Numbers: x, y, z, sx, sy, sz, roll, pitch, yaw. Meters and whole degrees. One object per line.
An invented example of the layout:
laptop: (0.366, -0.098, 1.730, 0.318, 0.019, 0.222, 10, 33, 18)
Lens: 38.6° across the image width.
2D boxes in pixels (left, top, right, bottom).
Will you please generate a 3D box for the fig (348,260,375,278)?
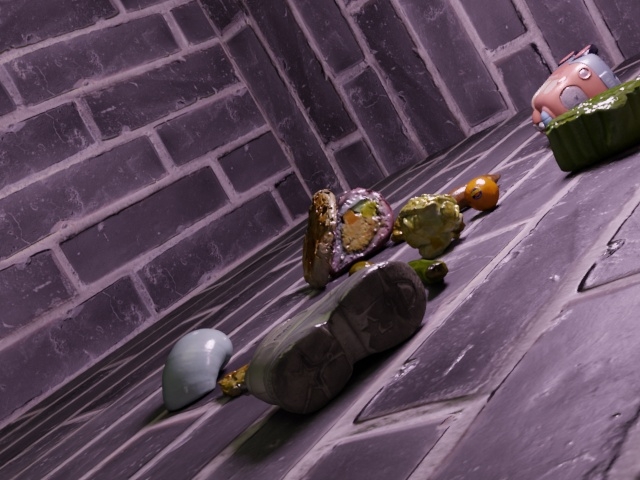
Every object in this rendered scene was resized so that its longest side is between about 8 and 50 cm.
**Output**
fig: (0.104, 0.079, 1.902, 0.088, 0.074, 0.074, 1, 24, 35)

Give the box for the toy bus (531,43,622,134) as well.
toy bus: (0.671, -0.373, 2.424, 0.232, 0.194, 0.287, -37, 6, 3)

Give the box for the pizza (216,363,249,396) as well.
pizza: (-0.134, 0.253, 1.745, 0.160, 0.036, 0.099, -29, 6, 14)

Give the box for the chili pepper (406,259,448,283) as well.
chili pepper: (0.203, 0.058, 1.714, 0.052, 0.050, 0.202, -47, 6, -7)

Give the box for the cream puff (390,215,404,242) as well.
cream puff: (0.217, -0.031, 2.361, 0.058, 0.083, 0.083, 16, 0, 7)

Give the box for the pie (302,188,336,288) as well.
pie: (0.000, 0.000, 2.370, 0.055, 0.274, 0.274, 6, 0, -11)

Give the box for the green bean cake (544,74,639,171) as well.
green bean cake: (0.619, -0.257, 1.970, 0.248, 0.125, 0.222, -35, 8, -40)

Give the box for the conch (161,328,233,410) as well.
conch: (-0.274, 0.276, 1.958, 0.185, 0.121, 0.221, -59, 2, 18)

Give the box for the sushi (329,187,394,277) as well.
sushi: (0.108, -0.015, 2.400, 0.161, 0.241, 0.107, 8, -9, -3)

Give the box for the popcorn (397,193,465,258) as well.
popcorn: (0.235, -0.042, 1.958, 0.135, 0.141, 0.162, 14, 63, 32)

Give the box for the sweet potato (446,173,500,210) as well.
sweet potato: (0.354, -0.105, 2.285, 0.281, 0.059, 0.067, -28, -30, -15)

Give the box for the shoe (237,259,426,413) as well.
shoe: (0.010, 0.149, 1.475, 0.342, 0.132, 0.210, -37, 12, -30)

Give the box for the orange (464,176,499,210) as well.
orange: (0.372, -0.107, 2.104, 0.083, 0.083, 0.083, -29, 6, 3)
